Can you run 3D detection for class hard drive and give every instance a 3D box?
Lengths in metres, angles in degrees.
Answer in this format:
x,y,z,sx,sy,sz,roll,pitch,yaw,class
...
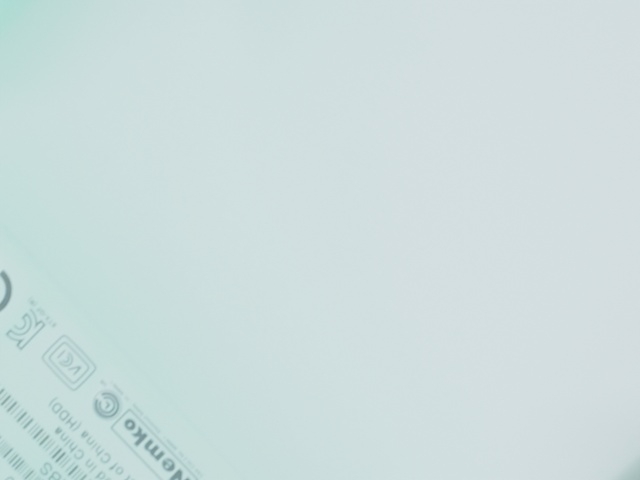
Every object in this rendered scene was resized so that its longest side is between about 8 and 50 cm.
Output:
x,y,z,sx,sy,sz,roll,pitch,yaw,class
0.000,0.000,0.457,0.318,0.040,0.210,-45,84,4,hard drive
